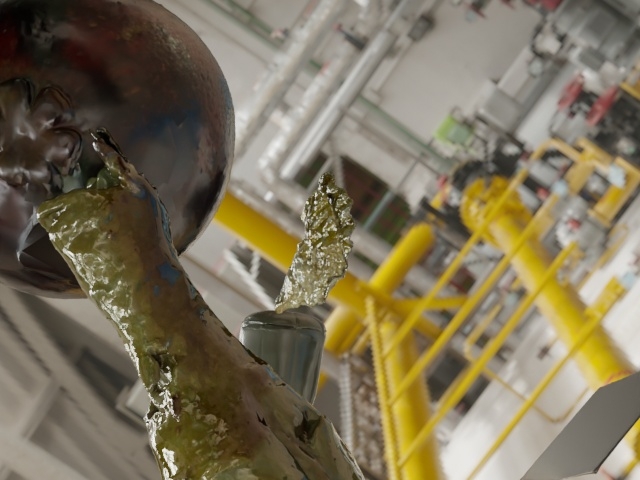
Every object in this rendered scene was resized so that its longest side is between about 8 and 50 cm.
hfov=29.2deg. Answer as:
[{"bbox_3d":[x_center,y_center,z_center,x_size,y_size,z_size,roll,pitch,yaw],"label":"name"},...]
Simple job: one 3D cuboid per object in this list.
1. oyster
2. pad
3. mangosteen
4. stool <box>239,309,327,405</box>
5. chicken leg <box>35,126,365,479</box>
[{"bbox_3d":[0.000,0.000,1.201,0.045,0.121,0.146,14,157,-15],"label":"oyster"},{"bbox_3d":[0.289,0.196,1.293,0.006,0.170,0.245,45,161,3],"label":"pad"},{"bbox_3d":[-0.213,-0.088,1.113,0.311,0.311,0.311,34,-169,-7],"label":"mangosteen"},{"bbox_3d":[-0.044,0.132,1.331,0.096,0.110,0.096,6,173,1],"label":"stool"},{"bbox_3d":[-0.084,0.120,0.903,0.429,0.153,0.201,61,180,-1],"label":"chicken leg"}]
